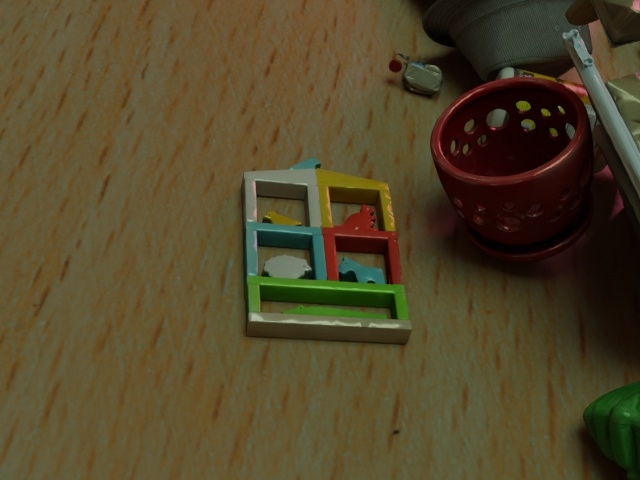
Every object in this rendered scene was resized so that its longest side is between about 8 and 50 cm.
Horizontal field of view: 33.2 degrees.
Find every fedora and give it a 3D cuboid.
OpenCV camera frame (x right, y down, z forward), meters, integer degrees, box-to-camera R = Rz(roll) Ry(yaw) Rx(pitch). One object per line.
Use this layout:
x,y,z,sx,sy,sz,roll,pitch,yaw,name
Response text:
0.296,-0.295,1.580,0.275,0.243,0.124,-4,75,-40,fedora

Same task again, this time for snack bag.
0.380,-0.039,1.270,0.037,0.342,0.323,-24,47,14,snack bag

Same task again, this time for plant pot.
0.245,-0.078,1.332,0.191,0.174,0.191,-11,43,11,plant pot

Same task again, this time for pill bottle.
0.342,-0.163,1.503,0.214,0.117,0.117,14,44,0,pill bottle

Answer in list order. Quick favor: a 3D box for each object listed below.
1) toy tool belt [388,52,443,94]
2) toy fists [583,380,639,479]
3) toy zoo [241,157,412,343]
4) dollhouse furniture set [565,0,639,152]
0.142,-0.248,1.596,0.083,0.052,0.051,22,14,4,toy tool belt
0.396,0.214,1.094,0.142,0.096,0.279,-3,13,-34,toy fists
0.000,0.000,1.321,0.192,0.030,0.293,4,46,-9,toy zoo
0.551,-0.187,1.461,0.394,0.256,0.362,-17,76,-21,dollhouse furniture set
